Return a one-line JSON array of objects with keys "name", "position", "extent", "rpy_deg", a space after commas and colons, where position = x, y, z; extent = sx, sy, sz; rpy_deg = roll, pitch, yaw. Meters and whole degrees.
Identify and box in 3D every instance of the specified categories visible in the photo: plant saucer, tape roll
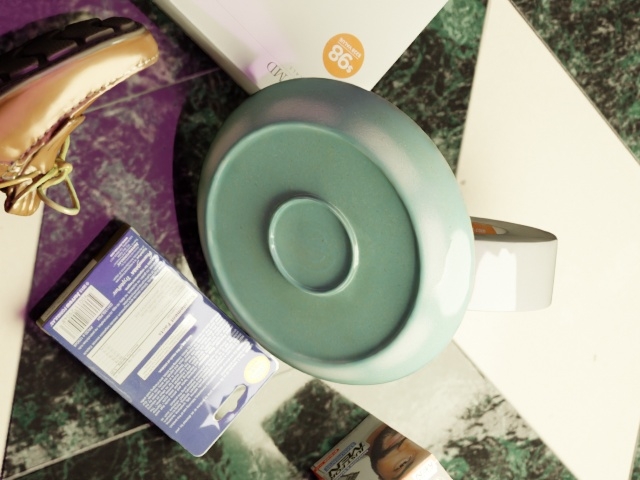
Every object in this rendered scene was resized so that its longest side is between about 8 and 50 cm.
[{"name": "plant saucer", "position": [0.000, 0.000, 1.639], "extent": [0.044, 0.317, 0.317], "rpy_deg": [-28, 113, -52]}, {"name": "tape roll", "position": [0.133, 0.018, 1.728], "extent": [0.219, 0.219, 0.072], "rpy_deg": [2, 99, -22]}]

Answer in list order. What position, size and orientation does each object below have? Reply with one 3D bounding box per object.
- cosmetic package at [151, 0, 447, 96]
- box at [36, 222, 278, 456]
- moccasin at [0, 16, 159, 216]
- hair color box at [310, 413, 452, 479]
[{"name": "cosmetic package", "position": [-0.049, -0.323, 1.665], "extent": [0.377, 0.097, 0.284], "rpy_deg": [43, 85, -22]}, {"name": "box", "position": [-0.164, 0.106, 1.725], "extent": [0.225, 0.036, 0.136], "rpy_deg": [44, 83, -21]}, {"name": "moccasin", "position": [-0.305, -0.072, 1.582], "extent": [0.380, 0.139, 0.147], "rpy_deg": [-41, 112, -10]}, {"name": "hair color box", "position": [0.064, 0.249, 1.769], "extent": [0.093, 0.167, 0.053], "rpy_deg": [-41, 111, -11]}]
